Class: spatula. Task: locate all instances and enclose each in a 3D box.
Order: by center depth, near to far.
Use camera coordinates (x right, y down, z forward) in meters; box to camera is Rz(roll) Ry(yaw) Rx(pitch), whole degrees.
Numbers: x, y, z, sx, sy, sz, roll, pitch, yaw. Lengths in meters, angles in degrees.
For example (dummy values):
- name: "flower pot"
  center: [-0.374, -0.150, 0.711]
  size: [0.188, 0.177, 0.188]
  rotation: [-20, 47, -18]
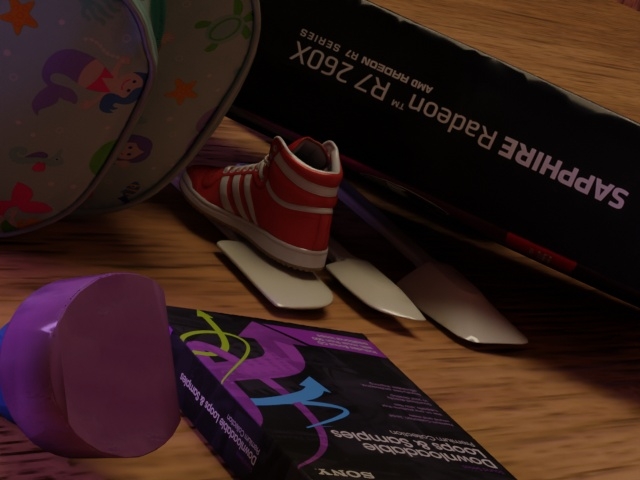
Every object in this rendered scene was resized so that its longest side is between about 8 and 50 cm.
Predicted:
- name: "spatula"
  center: [0.000, 0.000, 1.073]
  size: [0.168, 0.019, 0.242]
  rotation: [5, 19, -28]

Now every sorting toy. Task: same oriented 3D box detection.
- name: "sorting toy"
  center: [-0.220, 0.028, 0.595]
  size: [0.365, 0.127, 0.126]
  rotation: [10, -12, -41]

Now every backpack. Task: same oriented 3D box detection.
- name: "backpack"
  center: [-0.156, -0.118, 0.900]
  size: [0.253, 0.225, 0.191]
  rotation: [17, 37, -28]

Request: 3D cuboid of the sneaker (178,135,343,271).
- name: "sneaker"
  center: [-0.030, -0.035, 1.008]
  size: [0.042, 0.067, 0.118]
  rotation: [0, 23, -43]

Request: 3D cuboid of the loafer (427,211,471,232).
- name: "loafer"
  center: [0.047, -0.079, 1.281]
  size: [0.223, 0.078, 0.076]
  rotation: [26, 16, 22]

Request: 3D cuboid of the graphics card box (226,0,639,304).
- name: "graphics card box"
  center: [0.078, -0.062, 1.109]
  size: [0.370, 0.094, 0.233]
  rotation: [26, 1, 6]

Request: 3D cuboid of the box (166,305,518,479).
- name: "box"
  center: [0.005, 0.078, 0.778]
  size: [0.116, 0.029, 0.162]
  rotation: [10, 19, -33]
